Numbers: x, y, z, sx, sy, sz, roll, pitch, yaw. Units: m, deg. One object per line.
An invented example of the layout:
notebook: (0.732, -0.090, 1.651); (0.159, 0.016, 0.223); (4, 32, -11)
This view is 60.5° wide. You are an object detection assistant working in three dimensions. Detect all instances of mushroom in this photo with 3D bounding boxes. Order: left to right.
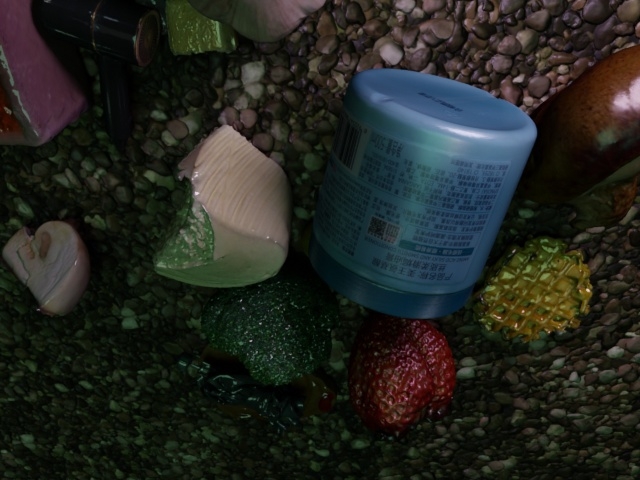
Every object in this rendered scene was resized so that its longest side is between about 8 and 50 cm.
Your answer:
mushroom: (-0.619, 0.057, 1.319); (0.236, 0.173, 0.162); (40, 170, 25)
mushroom: (0.499, -0.164, 0.928); (0.345, 0.345, 0.260); (-35, 87, 24)

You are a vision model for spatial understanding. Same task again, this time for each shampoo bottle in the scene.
shampoo bottle: (0.168, -0.094, 0.986); (0.330, 0.331, 0.343); (13, 121, 0)

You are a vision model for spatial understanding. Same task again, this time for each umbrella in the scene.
umbrella: (-0.208, 0.382, 1.388); (0.348, 0.094, 0.143); (27, 117, -6)

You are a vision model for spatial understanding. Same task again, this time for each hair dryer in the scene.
hair dryer: (-0.417, -0.305, 1.059); (0.188, 0.107, 0.352); (19, 138, -1)

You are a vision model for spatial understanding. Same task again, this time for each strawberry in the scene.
strawberry: (0.174, 0.305, 1.299); (0.238, 0.250, 0.289); (-16, 98, 54)

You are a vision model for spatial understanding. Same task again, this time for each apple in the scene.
apple: (0.000, 0.000, 1.216); (0.089, 0.074, 0.090); (-6, 117, -12)

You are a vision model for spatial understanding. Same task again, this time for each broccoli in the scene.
broccoli: (-0.108, 0.182, 1.224); (0.307, 0.308, 0.275); (19, 142, -4)

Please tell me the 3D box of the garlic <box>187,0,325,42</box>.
garlic: (-0.104, -0.479, 0.852); (0.321, 0.241, 0.322); (-10, 110, -28)

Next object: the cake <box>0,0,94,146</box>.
cake: (-0.595, -0.347, 1.006); (0.236, 0.230, 0.309); (-2, 119, 6)

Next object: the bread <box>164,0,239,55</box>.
bread: (-0.214, -0.396, 1.008); (0.125, 0.082, 0.106); (6, 111, 16)

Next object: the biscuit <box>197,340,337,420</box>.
biscuit: (-0.135, 0.362, 1.460); (0.380, 0.074, 0.359); (20, 123, -1)

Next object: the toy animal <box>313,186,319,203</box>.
toy animal: (0.008, -0.074, 1.196); (0.028, 0.050, 0.084); (-25, 78, -12)

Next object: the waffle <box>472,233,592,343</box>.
waffle: (0.469, 0.120, 1.229); (0.262, 0.060, 0.281); (-16, 117, 17)

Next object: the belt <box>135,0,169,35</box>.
belt: (-0.322, -0.489, 0.981); (0.071, 0.053, 0.232); (-11, 120, 1)

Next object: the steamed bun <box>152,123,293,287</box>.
steamed bun: (-0.208, -0.042, 1.115); (0.273, 0.291, 0.272); (33, 134, -22)
